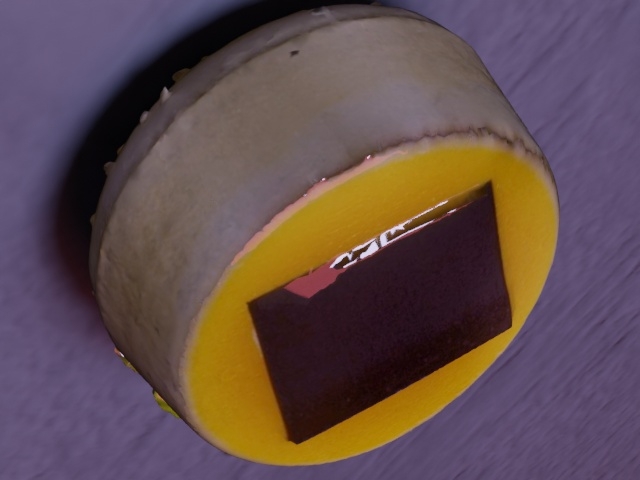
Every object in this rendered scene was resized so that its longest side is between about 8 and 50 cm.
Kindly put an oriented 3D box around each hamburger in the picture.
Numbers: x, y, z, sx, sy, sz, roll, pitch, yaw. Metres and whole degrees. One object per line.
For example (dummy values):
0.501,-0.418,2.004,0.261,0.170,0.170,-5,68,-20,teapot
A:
0.000,0.000,0.459,0.126,0.081,0.141,-38,139,-1,hamburger
